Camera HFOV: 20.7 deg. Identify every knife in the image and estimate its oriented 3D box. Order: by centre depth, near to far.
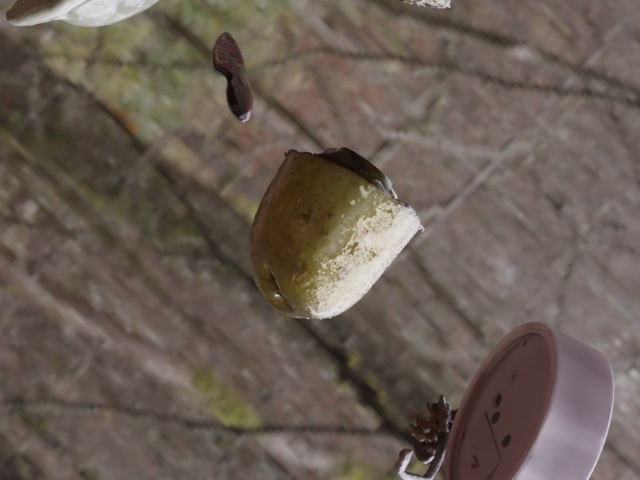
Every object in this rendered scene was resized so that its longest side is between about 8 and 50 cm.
[{"bbox_3d":[-0.092,-0.172,1.805,0.247,0.035,0.018,-107,-157,-64],"label":"knife"}]

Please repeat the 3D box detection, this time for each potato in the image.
[{"bbox_3d":[0.000,0.000,2.448,0.242,0.242,0.285,-47,-163,-14],"label":"potato"}]

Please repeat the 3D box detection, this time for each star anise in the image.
[{"bbox_3d":[0.152,0.259,2.034,0.148,0.219,0.227,-6,-149,19],"label":"star anise"}]

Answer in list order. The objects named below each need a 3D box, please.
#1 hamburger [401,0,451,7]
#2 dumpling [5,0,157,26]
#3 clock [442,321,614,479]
[{"bbox_3d":[0.039,-0.265,1.461,0.087,0.176,0.102,-14,126,-48],"label":"hamburger"},{"bbox_3d":[-0.200,-0.341,1.941,0.242,0.187,0.318,16,-109,50],"label":"dumpling"},{"bbox_3d":[0.195,0.179,1.664,0.197,0.068,0.197,-56,-162,29],"label":"clock"}]
